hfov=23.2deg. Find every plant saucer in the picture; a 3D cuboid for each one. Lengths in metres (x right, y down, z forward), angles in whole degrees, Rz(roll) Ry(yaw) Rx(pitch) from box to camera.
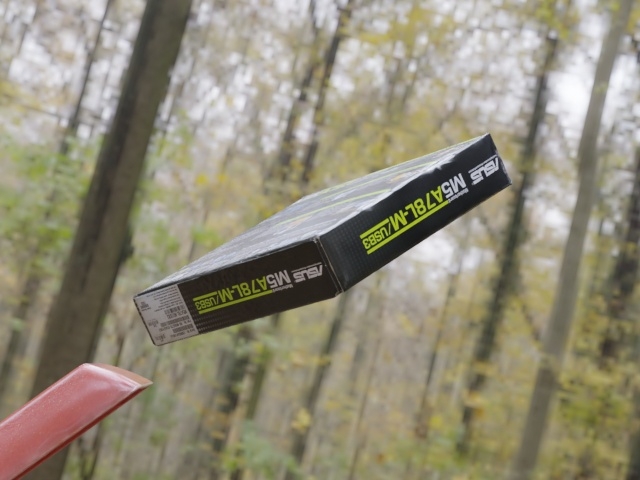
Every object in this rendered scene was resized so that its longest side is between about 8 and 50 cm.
[{"bbox_3d":[-0.268,0.183,1.355,0.048,0.258,0.259,54,-6,2],"label":"plant saucer"}]

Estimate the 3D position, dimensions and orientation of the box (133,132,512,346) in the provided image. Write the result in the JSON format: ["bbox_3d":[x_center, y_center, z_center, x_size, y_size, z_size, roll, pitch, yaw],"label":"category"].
[{"bbox_3d":[0.000,0.000,1.017,0.190,0.045,0.184,-18,8,45],"label":"box"}]
